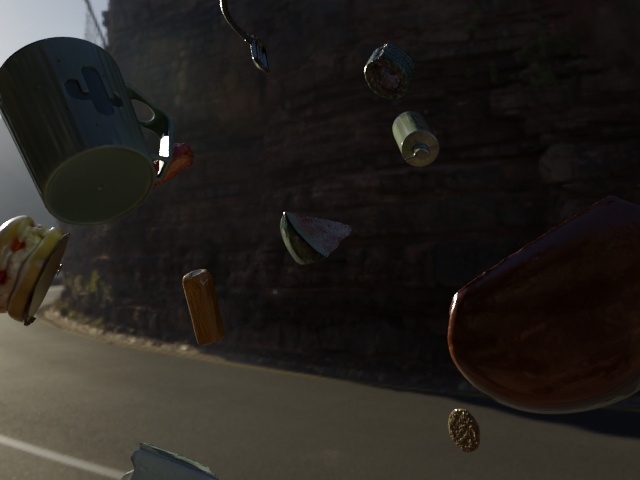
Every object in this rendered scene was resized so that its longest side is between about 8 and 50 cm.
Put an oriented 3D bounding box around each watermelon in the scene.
[{"bbox_3d":[-0.015,0.017,1.829,0.202,0.136,0.207,5,-21,-3],"label":"watermelon"}]

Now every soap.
[{"bbox_3d":[-0.258,0.408,1.126,0.150,0.094,0.261,29,-18,-5],"label":"soap"}]

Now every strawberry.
[{"bbox_3d":[-0.493,-0.248,2.116,0.188,0.082,0.121,-34,-12,16],"label":"strawberry"}]

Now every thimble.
[{"bbox_3d":[0.191,-0.461,1.814,0.135,0.090,0.118,41,-42,-19],"label":"thimble"}]

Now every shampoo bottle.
[{"bbox_3d":[0.216,-0.226,1.497,0.085,0.085,0.262,-4,22,2],"label":"shampoo bottle"}]

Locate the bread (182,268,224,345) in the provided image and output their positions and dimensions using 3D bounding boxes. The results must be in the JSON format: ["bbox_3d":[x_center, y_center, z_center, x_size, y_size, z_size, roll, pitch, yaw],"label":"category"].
[{"bbox_3d":[-0.352,0.209,2.029,0.092,0.239,0.074,-23,19,-39],"label":"bread"}]

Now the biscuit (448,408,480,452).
[{"bbox_3d":[0.384,0.509,1.775,0.015,0.120,0.120,-6,1,-32],"label":"biscuit"}]

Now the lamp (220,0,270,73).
[{"bbox_3d":[-0.166,-0.550,1.573,0.124,0.283,0.203,-6,41,-16],"label":"lamp"}]

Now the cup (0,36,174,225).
[{"bbox_3d":[-0.547,-0.276,1.617,0.401,0.392,0.310,-21,-31,-18],"label":"cup"}]

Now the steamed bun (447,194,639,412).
[{"bbox_3d":[0.399,0.134,1.029,0.379,0.248,0.235,-35,-30,9],"label":"steamed bun"}]

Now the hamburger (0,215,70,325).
[{"bbox_3d":[-0.801,0.083,1.740,0.186,0.303,0.261,21,31,-10],"label":"hamburger"}]
